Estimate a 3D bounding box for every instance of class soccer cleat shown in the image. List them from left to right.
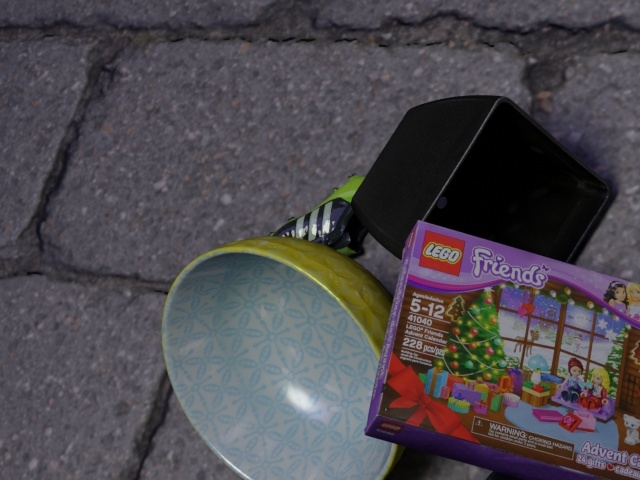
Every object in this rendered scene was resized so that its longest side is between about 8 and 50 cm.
[{"bbox_3d":[0.000,0.000,1.932,0.179,0.060,0.072,-39,52,8],"label":"soccer cleat"}]

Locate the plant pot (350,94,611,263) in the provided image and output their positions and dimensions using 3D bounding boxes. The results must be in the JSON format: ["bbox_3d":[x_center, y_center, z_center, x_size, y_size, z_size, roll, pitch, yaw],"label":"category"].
[{"bbox_3d":[0.144,-0.040,1.782,0.188,0.187,0.167,-57,35,-3],"label":"plant pot"}]

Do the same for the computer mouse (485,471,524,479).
[{"bbox_3d":[0.244,0.305,1.577,0.188,0.072,0.272,-25,46,-24],"label":"computer mouse"}]

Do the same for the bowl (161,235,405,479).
[{"bbox_3d":[-0.003,0.109,1.790,0.289,0.289,0.156,5,27,36],"label":"bowl"}]

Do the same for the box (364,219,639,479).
[{"bbox_3d":[0.202,0.117,1.600,0.293,0.057,0.201,16,62,-5],"label":"box"}]
